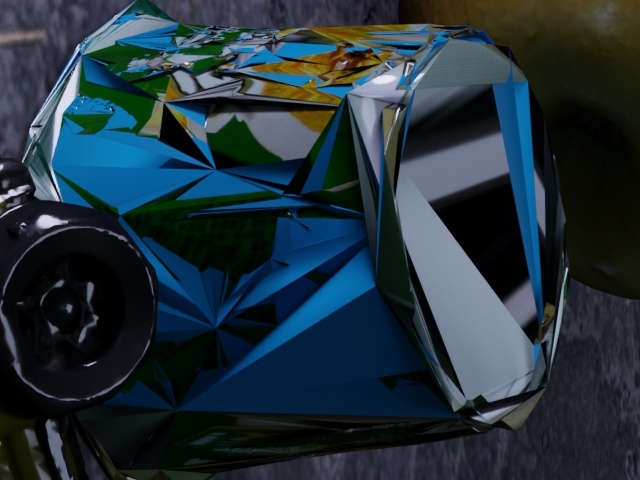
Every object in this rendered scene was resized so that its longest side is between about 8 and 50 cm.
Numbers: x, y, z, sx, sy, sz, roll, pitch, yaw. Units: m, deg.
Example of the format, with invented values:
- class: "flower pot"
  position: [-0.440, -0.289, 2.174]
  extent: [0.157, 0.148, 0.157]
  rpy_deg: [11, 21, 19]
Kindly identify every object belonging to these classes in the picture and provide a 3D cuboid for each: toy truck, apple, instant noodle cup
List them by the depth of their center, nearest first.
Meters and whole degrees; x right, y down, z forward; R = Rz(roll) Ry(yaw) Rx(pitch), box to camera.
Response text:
- class: "toy truck"
  position: [-0.142, 0.086, 0.679]
  extent: [0.165, 0.147, 0.224]
  rpy_deg: [-21, 108, -32]
- class: "instant noodle cup"
  position: [0.000, 0.000, 0.893]
  extent: [0.240, 0.178, 0.240]
  rpy_deg: [16, 71, -60]
- class: "apple"
  position: [0.197, -0.136, 1.150]
  extent: [0.305, 0.338, 0.338]
  rpy_deg: [-59, 140, -18]
